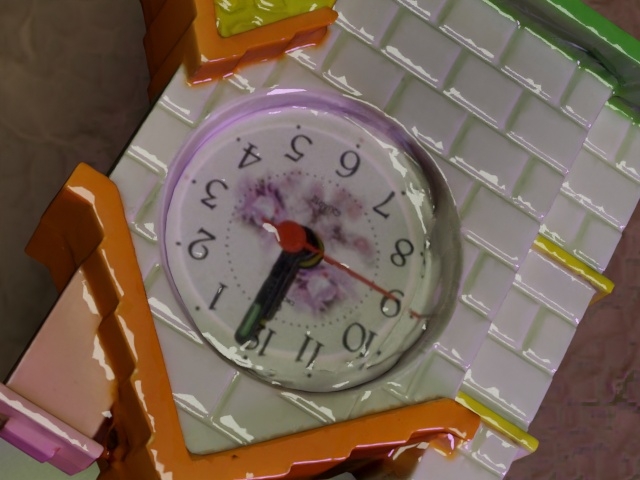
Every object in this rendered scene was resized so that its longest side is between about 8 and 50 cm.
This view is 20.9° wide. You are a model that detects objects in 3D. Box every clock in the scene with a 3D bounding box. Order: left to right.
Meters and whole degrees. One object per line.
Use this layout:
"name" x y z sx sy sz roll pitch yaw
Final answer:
"clock" 0.000 0.000 0.670 0.220 0.106 0.255 32 66 -8

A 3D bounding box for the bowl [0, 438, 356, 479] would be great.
"bowl" -0.064 0.179 0.694 0.238 0.237 0.126 17 125 -11
